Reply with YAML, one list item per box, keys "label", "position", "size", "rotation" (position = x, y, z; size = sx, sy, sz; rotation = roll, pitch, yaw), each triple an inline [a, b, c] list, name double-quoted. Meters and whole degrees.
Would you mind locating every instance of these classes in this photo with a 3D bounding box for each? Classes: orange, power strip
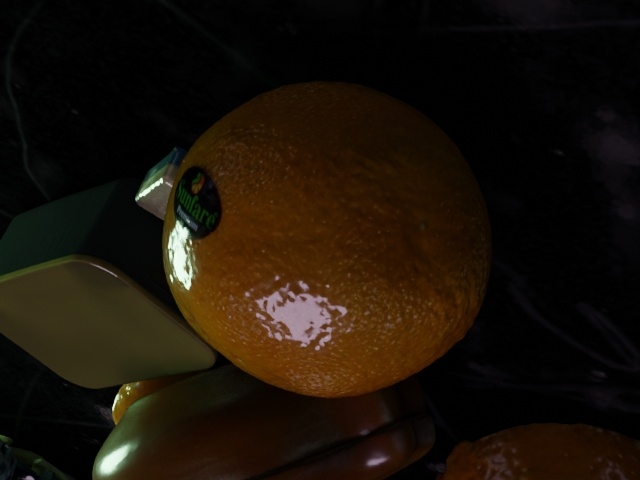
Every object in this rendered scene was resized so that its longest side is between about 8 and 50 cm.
- label: "orange"
  position: [0.234, 0.295, 1.224]
  size: [0.274, 0.274, 0.310]
  rotation: [-2, 164, 36]
- label: "orange"
  position: [0.000, 0.000, 0.901]
  size: [0.206, 0.206, 0.206]
  rotation: [17, 150, 10]
- label: "power strip"
  position: [-0.069, -0.016, 1.075]
  size: [0.123, 0.032, 0.056]
  rotation: [32, 150, -17]

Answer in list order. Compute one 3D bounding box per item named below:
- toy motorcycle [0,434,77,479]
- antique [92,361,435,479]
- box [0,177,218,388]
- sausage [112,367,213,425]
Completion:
- label: "toy motorcycle"
  position: [-0.365, 0.323, 1.697]
  size: [0.237, 0.169, 0.410]
  rotation: [-5, 135, 30]
- label: "antique"
  position: [-0.054, 0.162, 1.184]
  size: [0.278, 0.129, 0.223]
  rotation: [-23, 172, 21]
- label: "box"
  position: [-0.165, 0.034, 1.162]
  size: [0.144, 0.090, 0.201]
  rotation: [40, 146, -27]
- label: "sausage"
  position: [-0.071, 0.180, 1.333]
  size: [0.238, 0.098, 0.098]
  rotation: [32, 149, -11]
